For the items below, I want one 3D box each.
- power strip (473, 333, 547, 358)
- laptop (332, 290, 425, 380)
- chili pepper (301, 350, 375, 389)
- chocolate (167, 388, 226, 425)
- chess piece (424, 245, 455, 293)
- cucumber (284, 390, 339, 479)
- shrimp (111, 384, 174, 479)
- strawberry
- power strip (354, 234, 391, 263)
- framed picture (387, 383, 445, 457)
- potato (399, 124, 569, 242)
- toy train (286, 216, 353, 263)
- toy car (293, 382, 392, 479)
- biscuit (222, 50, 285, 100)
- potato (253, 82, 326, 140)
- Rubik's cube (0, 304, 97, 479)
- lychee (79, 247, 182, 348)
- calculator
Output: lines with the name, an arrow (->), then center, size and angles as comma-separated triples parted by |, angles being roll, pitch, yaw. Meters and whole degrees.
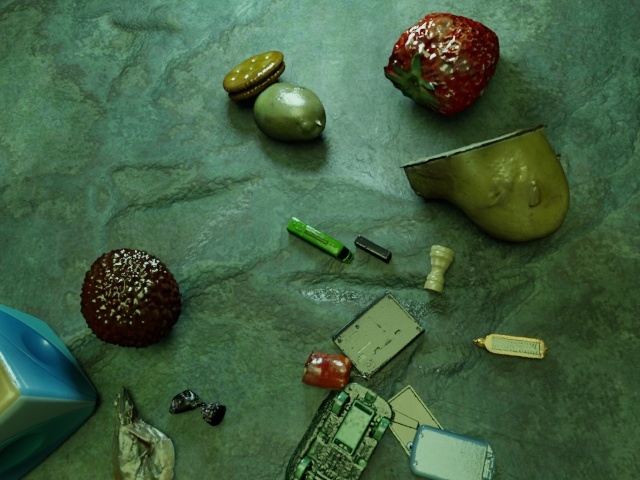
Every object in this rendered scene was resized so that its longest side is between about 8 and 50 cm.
power strip -> 0.478, 0.267, 1.330 | 0.178, 0.028, 0.049 | 5, 71, 11
laptop -> 0.150, 0.247, 1.391 | 0.207, 0.026, 0.154 | -39, 70, -6
chili pepper -> 0.046, 0.340, 1.346 | 0.192, 0.084, 0.086 | 8, 105, 15
chocolate -> -0.326, 0.436, 1.381 | 0.147, 0.070, 0.072 | 15, 45, 14
chess piece -> 0.317, 0.080, 1.410 | 0.066, 0.066, 0.122 | 12, 77, 13
cucumber -> -0.022, 0.494, 1.320 | 0.044, 0.043, 0.256 | 26, 77, 22
shrimp -> -0.469, 0.527, 1.372 | 0.164, 0.062, 0.316 | -17, 72, -2
strawberry -> 0.372, -0.529, 1.510 | 0.292, 0.292, 0.310 | 41, 97, 20
power strip -> 0.147, 0.023, 1.469 | 0.111, 0.038, 0.029 | 29, 76, 17
framed picture -> 0.227, 0.452, 1.312 | 0.109, 0.011, 0.149 | -35, 68, -5
potato -> 0.434, -0.118, 1.380 | 0.397, 0.290, 0.295 | -16, 96, 23
toy train -> 0.000, 0.000, 1.498 | 0.209, 0.042, 0.044 | 28, 77, 18
toy car -> 0.059, 0.496, 1.263 | 0.136, 0.125, 0.305 | 27, 86, 19
biscuit -> -0.208, -0.522, 1.662 | 0.221, 0.066, 0.220 | -20, 37, 16
potato -> -0.086, -0.383, 1.596 | 0.251, 0.159, 0.174 | 25, 102, 32
Rubik's cube -> -0.842, 0.393, 1.324 | 0.347, 0.351, 0.352 | -43, 72, -7
lychee -> -0.507, 0.165, 1.412 | 0.265, 0.299, 0.264 | -2, 26, 1
calculator -> 0.309, 0.518, 1.252 | 0.211, 0.039, 0.121 | 12, 74, 10
